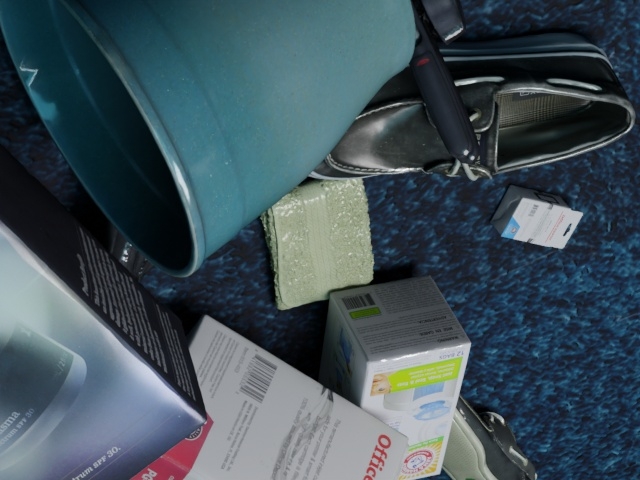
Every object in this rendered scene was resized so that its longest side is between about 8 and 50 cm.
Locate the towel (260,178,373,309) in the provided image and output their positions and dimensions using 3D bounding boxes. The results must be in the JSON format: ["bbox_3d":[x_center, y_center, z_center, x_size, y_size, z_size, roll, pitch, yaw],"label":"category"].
[{"bbox_3d":[0.000,0.000,1.542,0.110,0.027,0.148,-19,130,-14],"label":"towel"}]

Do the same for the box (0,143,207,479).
[{"bbox_3d":[-0.305,0.103,1.299,0.296,0.183,0.294,-38,119,7],"label":"box"}]

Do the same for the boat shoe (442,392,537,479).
[{"bbox_3d":[0.173,0.225,1.775,0.233,0.084,0.079,53,54,-35],"label":"boat shoe"}]

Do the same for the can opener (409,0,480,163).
[{"bbox_3d":[0.097,-0.153,1.388,0.073,0.186,0.059,-24,159,25],"label":"can opener"}]

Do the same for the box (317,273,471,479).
[{"bbox_3d":[0.068,0.149,1.619,0.114,0.103,0.203,-10,134,-20],"label":"box"}]

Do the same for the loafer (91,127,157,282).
[{"bbox_3d":[-0.163,-0.004,1.425,0.078,0.076,0.223,6,118,-19],"label":"loafer"}]

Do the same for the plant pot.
[{"bbox_3d":[-0.074,-0.151,1.254,0.255,0.271,0.271,-33,133,-20],"label":"plant pot"}]

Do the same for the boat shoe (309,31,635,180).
[{"bbox_3d":[0.134,-0.115,1.460,0.335,0.119,0.121,-16,129,-15],"label":"boat shoe"}]

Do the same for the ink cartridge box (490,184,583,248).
[{"bbox_3d":[0.221,-0.024,1.631,0.083,0.028,0.048,12,118,-32],"label":"ink cartridge box"}]

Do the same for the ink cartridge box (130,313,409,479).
[{"bbox_3d":[-0.056,0.208,1.498,0.237,0.172,0.100,32,135,-7],"label":"ink cartridge box"}]
